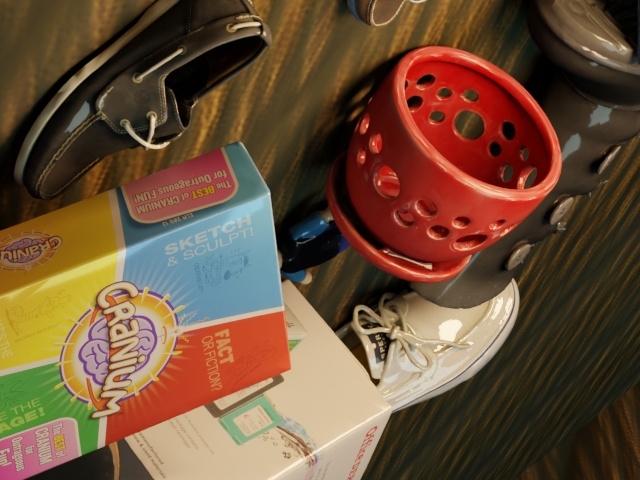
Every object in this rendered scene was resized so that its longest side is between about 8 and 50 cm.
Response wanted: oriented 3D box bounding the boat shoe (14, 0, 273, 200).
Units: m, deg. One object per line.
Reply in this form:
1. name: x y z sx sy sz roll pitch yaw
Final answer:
1. boat shoe: -0.139 -0.106 1.349 0.233 0.079 0.084 -41 161 8

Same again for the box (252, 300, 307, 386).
1. box: -0.090 0.088 1.799 0.087 0.102 0.101 -45 160 19

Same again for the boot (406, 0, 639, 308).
1. boot: 0.225 -0.102 1.919 0.367 0.146 0.445 -8 148 -51

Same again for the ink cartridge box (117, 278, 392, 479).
1. ink cartridge box: -0.098 0.217 1.917 0.270 0.197 0.198 -28 156 -28

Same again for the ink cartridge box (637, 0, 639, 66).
1. ink cartridge box: 0.489 -0.331 1.672 0.395 0.166 0.285 -25 124 -33

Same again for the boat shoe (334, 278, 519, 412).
1. boat shoe: 0.077 0.130 2.162 0.367 0.136 0.156 -29 156 0

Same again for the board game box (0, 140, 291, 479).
1. board game box: -0.186 0.072 1.413 0.316 0.064 0.242 -22 143 -12

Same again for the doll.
1. doll: 0.000 0.000 1.852 0.189 0.046 0.129 -24 154 -37

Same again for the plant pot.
1. plant pot: 0.110 -0.063 1.709 0.191 0.191 0.174 -17 153 -46

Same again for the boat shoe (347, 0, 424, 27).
1. boat shoe: 0.073 -0.233 1.461 0.066 0.066 0.183 -27 156 -29

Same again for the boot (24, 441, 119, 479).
1. boot: -0.241 0.234 1.634 0.115 0.112 0.305 -58 175 -45
